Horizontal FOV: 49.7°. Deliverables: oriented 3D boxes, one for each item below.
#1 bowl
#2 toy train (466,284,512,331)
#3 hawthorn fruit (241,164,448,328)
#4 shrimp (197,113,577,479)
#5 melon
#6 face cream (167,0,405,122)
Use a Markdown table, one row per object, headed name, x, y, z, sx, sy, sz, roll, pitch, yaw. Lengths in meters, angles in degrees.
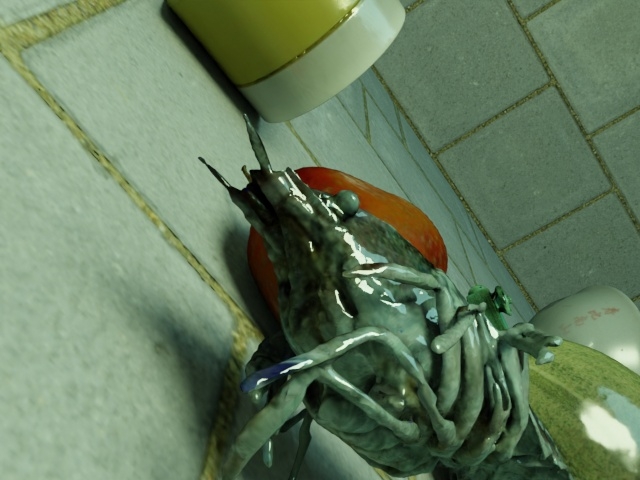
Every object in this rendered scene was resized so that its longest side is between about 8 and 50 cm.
| name | x | y | z | sx | sy | sz | roll | pitch | yaw |
| --- | --- | --- | --- | --- | --- | --- | --- | --- | --- |
| bowl | 0.446 | 0.246 | 1.286 | 0.157 | 0.345 | 0.345 | 6 | 37 | -13 |
| toy train | 0.326 | 0.197 | 1.251 | 0.248 | 0.101 | 0.159 | -100 | 167 | -49 |
| hawthorn fruit | 0.000 | 0.000 | 0.573 | 0.203 | 0.162 | 0.162 | 42 | 16 | 3 |
| shrimp | 0.065 | 0.108 | 0.427 | 0.410 | 0.221 | 0.166 | 41 | 42 | -33 |
| melon | 0.271 | 0.248 | 0.716 | 0.329 | 0.248 | 0.248 | 49 | 16 | 2 |
| face cream | -0.040 | -0.276 | 0.805 | 0.179 | 0.218 | 0.218 | 49 | 19 | -27 |
